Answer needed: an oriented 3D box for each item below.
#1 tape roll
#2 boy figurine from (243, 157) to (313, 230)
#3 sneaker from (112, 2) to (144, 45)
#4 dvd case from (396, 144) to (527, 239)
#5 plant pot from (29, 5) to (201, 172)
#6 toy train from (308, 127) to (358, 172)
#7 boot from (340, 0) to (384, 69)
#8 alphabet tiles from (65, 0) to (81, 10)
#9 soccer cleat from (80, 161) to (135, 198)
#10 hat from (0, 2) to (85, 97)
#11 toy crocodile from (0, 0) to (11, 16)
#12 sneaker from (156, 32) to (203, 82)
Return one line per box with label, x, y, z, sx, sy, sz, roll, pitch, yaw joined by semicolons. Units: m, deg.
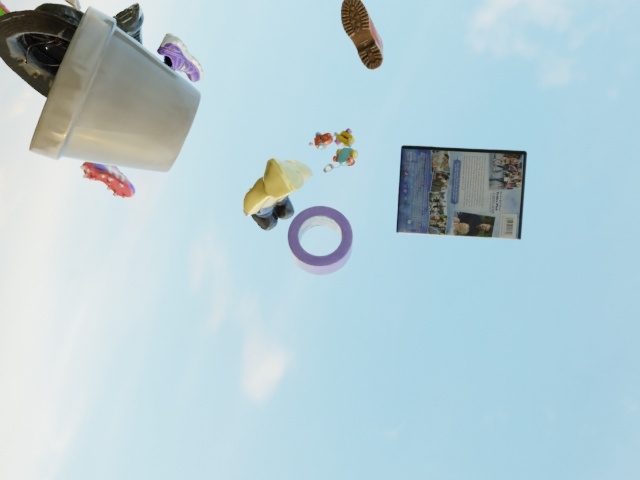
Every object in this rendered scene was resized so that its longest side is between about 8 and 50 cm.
tape roll;0.000;0.000;2.462;0.080;0.189;0.189;84;8;-69
boy figurine;-0.086;-0.111;1.831;0.092;0.177;0.285;57;-17;5
sneaker;-0.460;-0.494;2.034;0.100;0.108;0.271;-36;-163;-13
dvd case;0.283;-0.097;1.717;0.022;0.253;0.180;-38;131;-83
plant pot;-0.415;-0.280;1.779;0.323;0.280;0.323;-56;-161;32
toy train;0.042;-0.242;2.317;0.125;0.046;0.166;-25;-133;9
boot;0.090;-0.440;1.783;0.059;0.158;0.084;-16;-160;21
alphabet tiles;-0.424;-0.388;1.126;0.009;0.237;0.198;-56;-167;-3
soccer cleat;-0.674;-0.211;2.759;0.248;0.095;0.083;24;-43;32
hat;-0.604;-0.465;2.003;0.331;0.331;0.134;-35;-140;54
toy crocodile;-0.844;-0.567;2.315;0.105;0.340;0.115;-41;174;-3
sneaker;-0.339;-0.424;2.017;0.068;0.170;0.071;37;-95;29
